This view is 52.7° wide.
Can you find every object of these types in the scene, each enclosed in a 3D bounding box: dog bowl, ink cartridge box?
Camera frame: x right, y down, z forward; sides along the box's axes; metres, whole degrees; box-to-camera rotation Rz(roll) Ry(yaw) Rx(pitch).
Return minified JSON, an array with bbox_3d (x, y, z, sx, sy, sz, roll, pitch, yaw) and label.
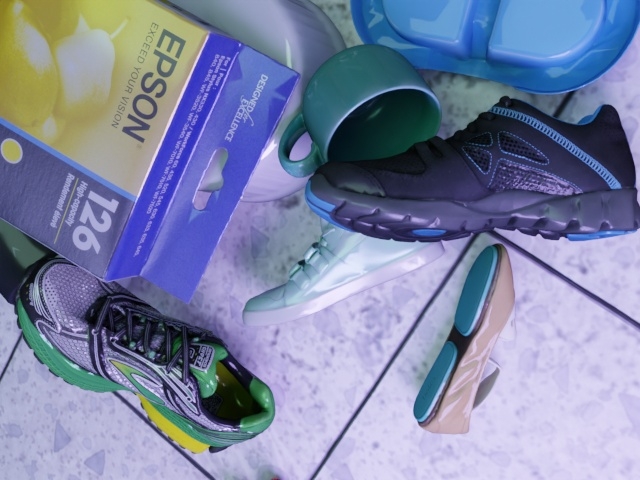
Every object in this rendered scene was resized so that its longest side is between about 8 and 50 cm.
[{"bbox_3d":[0.182,-0.249,0.693,0.297,0.074,0.165,17,100,20],"label":"dog bowl"},{"bbox_3d":[-0.225,-0.117,0.693,0.307,0.072,0.303,30,109,6],"label":"ink cartridge box"}]

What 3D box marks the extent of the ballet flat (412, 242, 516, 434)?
[{"bbox_3d":[0.178,0.116,0.731,0.073,0.080,0.232,19,104,-9],"label":"ballet flat"}]

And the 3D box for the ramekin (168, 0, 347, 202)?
[{"bbox_3d":[-0.110,-0.184,0.781,0.277,0.135,0.277,2,94,21],"label":"ramekin"}]

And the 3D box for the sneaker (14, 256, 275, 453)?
[{"bbox_3d":[-0.191,0.126,0.764,0.344,0.134,0.146,39,136,-24],"label":"sneaker"}]

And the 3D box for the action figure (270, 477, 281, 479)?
[{"bbox_3d":[-0.010,0.373,0.782,0.281,0.139,0.091,15,98,23],"label":"action figure"}]

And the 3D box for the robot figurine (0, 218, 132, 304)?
[{"bbox_3d":[-0.377,-0.012,0.874,0.174,0.209,0.278,-39,87,-1],"label":"robot figurine"}]

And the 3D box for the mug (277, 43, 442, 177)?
[{"bbox_3d":[0.035,-0.137,0.670,0.097,0.158,0.129,64,147,34],"label":"mug"}]

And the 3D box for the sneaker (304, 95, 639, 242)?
[{"bbox_3d":[0.152,-0.070,0.659,0.341,0.125,0.139,0,84,-9],"label":"sneaker"}]

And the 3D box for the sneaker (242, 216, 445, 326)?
[{"bbox_3d":[0.001,0.000,0.769,0.256,0.094,0.151,-25,90,12],"label":"sneaker"}]
